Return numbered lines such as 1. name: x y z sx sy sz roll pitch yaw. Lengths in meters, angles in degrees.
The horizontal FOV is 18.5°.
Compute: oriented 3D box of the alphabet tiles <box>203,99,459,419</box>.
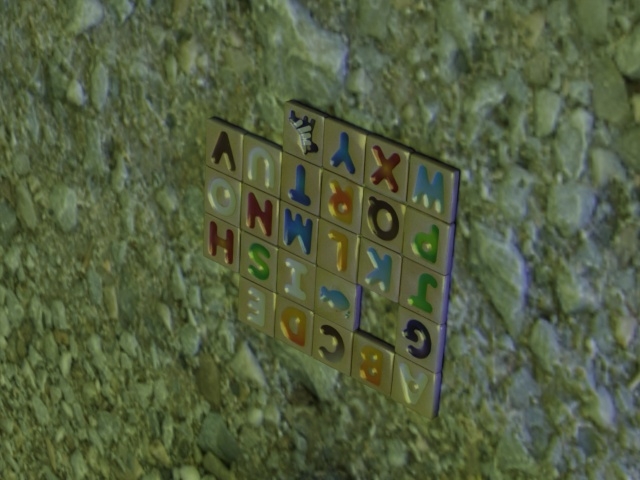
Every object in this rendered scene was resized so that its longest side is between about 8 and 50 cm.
1. alphabet tiles: 0.000 0.000 1.430 0.237 0.009 0.198 25 125 36
